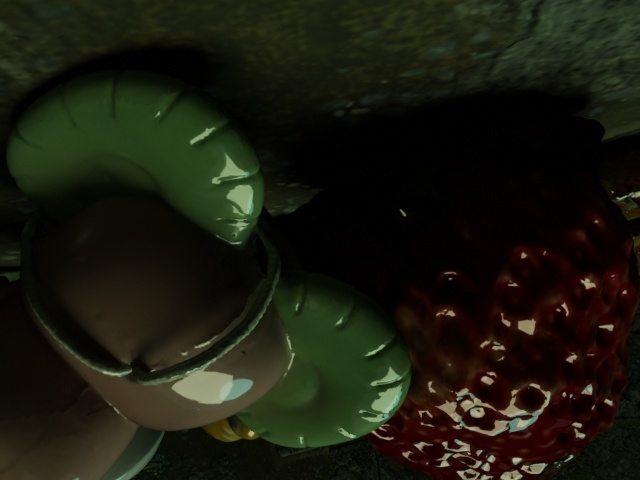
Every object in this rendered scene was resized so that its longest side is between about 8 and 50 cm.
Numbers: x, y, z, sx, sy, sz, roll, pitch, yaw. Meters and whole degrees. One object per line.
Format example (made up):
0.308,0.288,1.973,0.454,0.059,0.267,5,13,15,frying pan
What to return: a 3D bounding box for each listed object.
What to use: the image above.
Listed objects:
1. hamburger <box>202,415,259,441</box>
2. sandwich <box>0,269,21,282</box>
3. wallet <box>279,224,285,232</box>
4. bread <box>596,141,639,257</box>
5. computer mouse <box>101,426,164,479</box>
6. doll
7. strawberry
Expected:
-0.104,0.167,0.950,0.187,0.260,0.303,-3,-154,-31,hamburger
-0.386,0.088,0.904,0.212,0.063,0.245,-1,169,-41,sandwich
0.000,0.000,0.796,0.310,0.042,0.165,-10,171,15,wallet
0.320,-0.037,0.685,0.194,0.063,0.193,3,153,2,bread
-0.224,0.124,0.636,0.184,0.296,0.121,-10,135,0,computer mouse
-0.106,0.055,0.421,0.269,0.284,0.216,-27,-156,32,doll
0.108,0.070,0.554,0.292,0.309,0.292,-5,173,-1,strawberry
